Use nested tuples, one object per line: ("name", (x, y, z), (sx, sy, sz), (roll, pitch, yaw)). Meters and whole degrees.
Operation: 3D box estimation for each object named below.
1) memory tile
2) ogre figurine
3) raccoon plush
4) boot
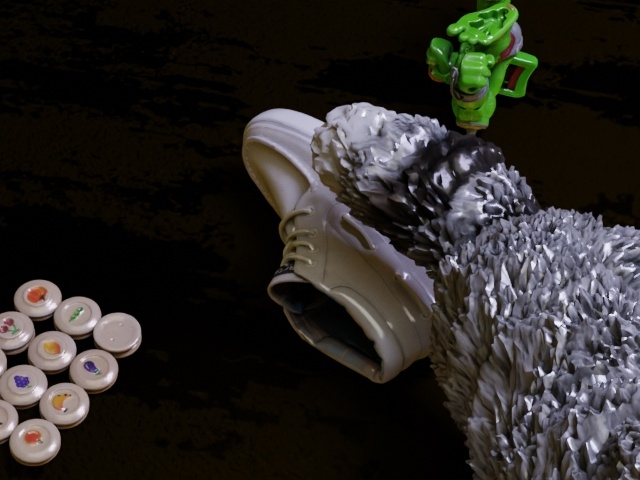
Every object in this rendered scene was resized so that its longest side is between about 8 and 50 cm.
("memory tile", (-0.214, 0.096, 1.045), (0.113, 0.012, 0.148), (24, 52, 15))
("ogre figurine", (0.146, -0.176, 1.234), (0.097, 0.118, 0.197), (-6, 49, -4))
("raccoon plush", (0.093, 0.085, 0.859), (0.446, 0.216, 0.299), (27, 22, 27))
("boot", (0.000, 0.000, 1.087), (0.123, 0.095, 0.258), (-32, 60, -35))
